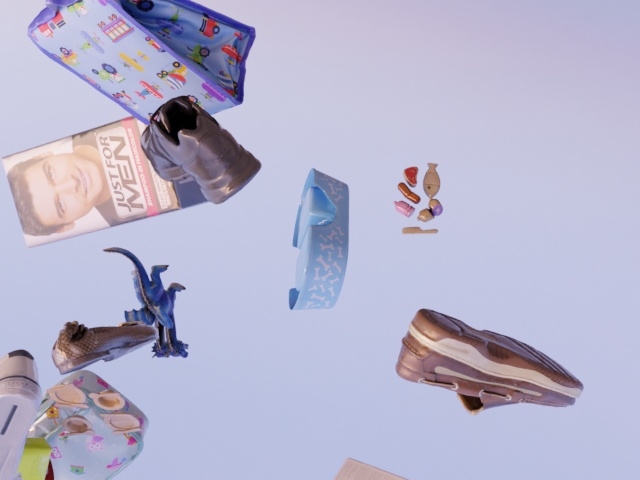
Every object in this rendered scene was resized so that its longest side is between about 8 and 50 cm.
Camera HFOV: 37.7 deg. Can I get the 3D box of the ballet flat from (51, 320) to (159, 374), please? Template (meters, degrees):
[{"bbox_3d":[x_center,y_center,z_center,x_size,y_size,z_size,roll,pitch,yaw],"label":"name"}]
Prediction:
[{"bbox_3d":[-0.279,0.126,1.214,0.084,0.058,0.250,-27,175,11],"label":"ballet flat"}]

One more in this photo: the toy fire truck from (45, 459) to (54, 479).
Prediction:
[{"bbox_3d":[-0.586,0.451,1.635,0.169,0.302,0.254,-18,-139,0],"label":"toy fire truck"}]

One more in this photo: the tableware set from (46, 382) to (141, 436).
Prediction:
[{"bbox_3d":[-0.404,0.305,1.672,0.141,0.169,0.020,-2,-133,5],"label":"tableware set"}]

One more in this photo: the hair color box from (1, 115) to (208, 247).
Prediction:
[{"bbox_3d":[-0.407,-0.116,1.765,0.374,0.185,0.113,-12,-175,27],"label":"hair color box"}]

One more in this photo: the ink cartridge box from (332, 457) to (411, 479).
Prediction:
[{"bbox_3d":[0.092,0.481,1.587,0.224,0.056,0.181,12,-129,39],"label":"ink cartridge box"}]

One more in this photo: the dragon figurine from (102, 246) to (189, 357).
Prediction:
[{"bbox_3d":[-0.328,0.129,1.822,0.085,0.289,0.144,-9,-125,12],"label":"dragon figurine"}]

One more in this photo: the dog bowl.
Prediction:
[{"bbox_3d":[0.000,0.000,1.678,0.074,0.166,0.297,11,-137,-9],"label":"dog bowl"}]

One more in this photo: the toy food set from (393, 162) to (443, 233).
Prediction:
[{"bbox_3d":[0.151,-0.069,1.453,0.077,0.019,0.122,-1,-115,-2],"label":"toy food set"}]

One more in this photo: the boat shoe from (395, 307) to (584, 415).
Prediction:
[{"bbox_3d":[0.198,0.163,1.128,0.257,0.095,0.095,23,-168,-23],"label":"boat shoe"}]

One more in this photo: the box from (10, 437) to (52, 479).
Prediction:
[{"bbox_3d":[-0.501,0.348,1.391,0.178,0.109,0.042,10,-171,-35],"label":"box"}]

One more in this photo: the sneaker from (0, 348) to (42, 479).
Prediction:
[{"bbox_3d":[-0.433,0.247,1.261,0.094,0.258,0.091,24,-145,-25],"label":"sneaker"}]

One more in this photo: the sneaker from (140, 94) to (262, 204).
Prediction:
[{"bbox_3d":[-0.187,-0.146,1.295,0.109,0.130,0.286,-46,-148,-15],"label":"sneaker"}]

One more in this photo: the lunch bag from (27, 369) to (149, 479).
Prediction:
[{"bbox_3d":[-0.507,0.402,1.883,0.224,0.279,0.108,46,-164,-22],"label":"lunch bag"}]

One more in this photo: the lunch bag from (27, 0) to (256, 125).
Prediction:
[{"bbox_3d":[-0.284,-0.293,1.409,0.293,0.138,0.221,23,157,-39],"label":"lunch bag"}]
